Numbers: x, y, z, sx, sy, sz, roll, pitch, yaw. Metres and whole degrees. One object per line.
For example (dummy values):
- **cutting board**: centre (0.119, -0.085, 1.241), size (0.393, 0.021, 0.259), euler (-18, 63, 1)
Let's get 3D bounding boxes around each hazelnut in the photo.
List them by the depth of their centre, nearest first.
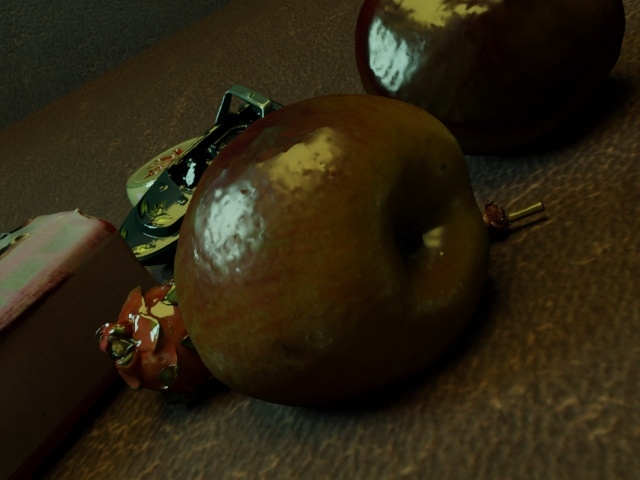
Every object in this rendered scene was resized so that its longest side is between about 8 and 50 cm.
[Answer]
- **hazelnut**: centre (0.133, -0.148, 0.669), size (0.204, 0.178, 0.178), euler (-22, 24, 7)

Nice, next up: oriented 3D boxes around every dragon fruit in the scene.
- **dragon fruit**: centre (-0.091, 0.062, 0.593), size (0.116, 0.086, 0.081), euler (-33, -16, -26)

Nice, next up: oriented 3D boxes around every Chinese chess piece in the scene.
- **Chinese chess piece**: centre (-0.167, -0.073, 0.993), size (0.122, 0.051, 0.122), euler (-26, 23, 12)

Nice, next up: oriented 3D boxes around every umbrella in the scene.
- **umbrella**: centre (0.073, 0.005, 0.584), size (0.165, 0.025, 0.027), euler (-24, 53, 18)

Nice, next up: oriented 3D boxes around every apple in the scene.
- **apple**: centre (0.000, 0.000, 0.518), size (0.173, 0.160, 0.195), euler (-14, 33, 52)

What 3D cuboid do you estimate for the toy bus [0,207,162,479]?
- **toy bus**: centre (-0.253, 0.104, 0.635), size (0.147, 0.128, 0.303), euler (-6, 33, 38)

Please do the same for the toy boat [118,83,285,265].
- **toy boat**: centre (-0.109, -0.059, 0.841), size (0.246, 0.103, 0.093), euler (-44, 50, -18)
